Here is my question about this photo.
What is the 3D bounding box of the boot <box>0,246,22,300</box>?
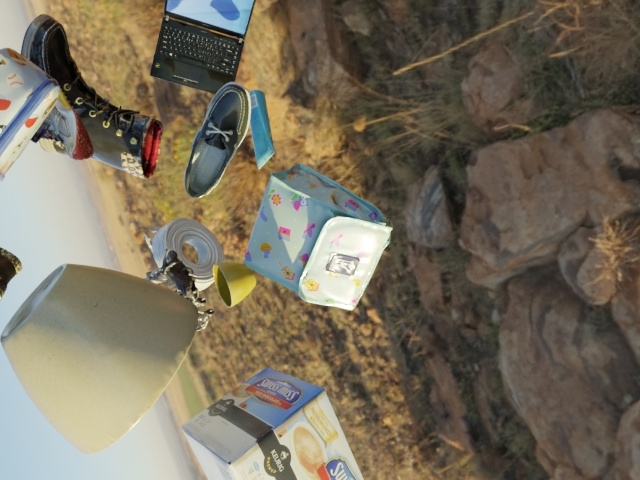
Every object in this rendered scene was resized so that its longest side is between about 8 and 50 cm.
[{"bbox_3d":[-0.931,0.065,1.657,0.085,0.236,0.178,-51,17,20],"label":"boot"}]

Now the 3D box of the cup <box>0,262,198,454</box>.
[{"bbox_3d":[-0.421,0.178,1.127,0.237,0.331,0.331,43,171,-24],"label":"cup"}]

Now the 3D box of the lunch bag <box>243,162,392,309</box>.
[{"bbox_3d":[0.000,0.000,1.278,0.262,0.160,0.223,30,117,16],"label":"lunch bag"}]

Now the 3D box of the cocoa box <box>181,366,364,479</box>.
[{"bbox_3d":[-0.072,0.470,1.237,0.231,0.228,0.347,3,119,56],"label":"cocoa box"}]

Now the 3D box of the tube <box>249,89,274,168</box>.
[{"bbox_3d":[-0.155,-0.291,1.602,0.080,0.052,0.207,-43,50,50],"label":"tube"}]

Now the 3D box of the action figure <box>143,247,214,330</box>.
[{"bbox_3d":[-0.371,0.135,1.582,0.164,0.141,0.275,52,168,35],"label":"action figure"}]

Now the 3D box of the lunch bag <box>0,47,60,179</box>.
[{"bbox_3d":[-0.530,-0.172,1.002,0.115,0.243,0.303,34,169,-21],"label":"lunch bag"}]

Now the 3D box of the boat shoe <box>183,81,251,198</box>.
[{"bbox_3d":[-0.253,-0.238,1.529,0.091,0.114,0.302,-85,15,-68],"label":"boat shoe"}]

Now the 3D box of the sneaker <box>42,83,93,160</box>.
[{"bbox_3d":[-0.523,-0.223,1.242,0.225,0.093,0.088,47,159,36],"label":"sneaker"}]

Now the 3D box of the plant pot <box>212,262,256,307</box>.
[{"bbox_3d":[-0.248,0.119,1.841,0.134,0.095,0.134,44,145,43],"label":"plant pot"}]

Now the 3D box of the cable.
[{"bbox_3d":[-0.444,0.045,2.117,0.089,0.257,0.257,-34,75,37],"label":"cable"}]

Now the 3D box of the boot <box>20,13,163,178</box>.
[{"bbox_3d":[-0.516,-0.310,1.430,0.377,0.284,0.138,108,-177,-47],"label":"boot"}]

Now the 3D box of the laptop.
[{"bbox_3d":[-0.322,-0.552,1.692,0.136,0.234,0.264,-150,74,-77],"label":"laptop"}]
